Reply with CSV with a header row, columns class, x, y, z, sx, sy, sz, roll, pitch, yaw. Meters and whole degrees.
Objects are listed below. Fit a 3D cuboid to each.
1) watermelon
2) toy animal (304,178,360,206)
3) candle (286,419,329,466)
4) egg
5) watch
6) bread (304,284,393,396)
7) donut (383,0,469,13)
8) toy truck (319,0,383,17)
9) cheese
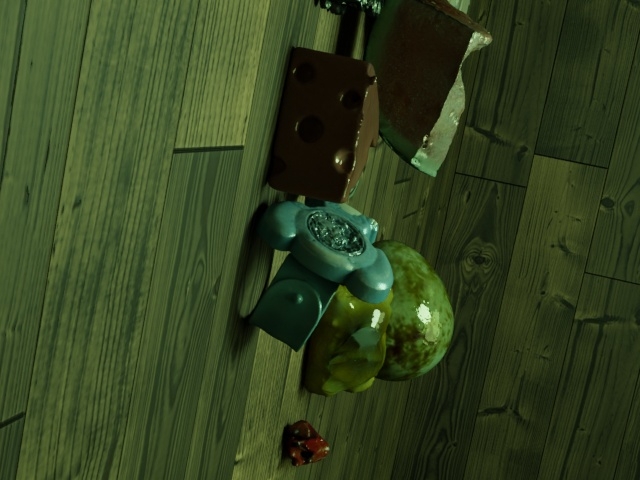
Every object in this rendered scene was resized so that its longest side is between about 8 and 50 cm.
class,x,y,z,sx,sy,sz,roll,pitch,yaw
watermelon,0.160,-0.267,1.777,0.148,0.226,0.318,7,80,-50
toy animal,0.021,-0.129,1.773,0.255,0.089,0.170,-36,142,-69
candle,-0.022,0.397,2.163,0.302,0.059,0.084,53,60,-75
egg,0.145,0.142,2.257,0.238,0.238,0.290,-38,113,-71
watch,-0.016,0.055,1.612,0.193,0.211,0.211,-58,179,31
bread,0.057,0.193,2.092,0.088,0.160,0.233,-119,-145,-60
donut,0.193,-0.461,2.052,0.382,0.142,0.383,14,90,-78
toy truck,0.052,-0.381,1.662,0.201,0.074,0.088,-26,123,-75
cheese,0.021,-0.163,1.616,0.177,0.128,0.203,-13,114,-76
